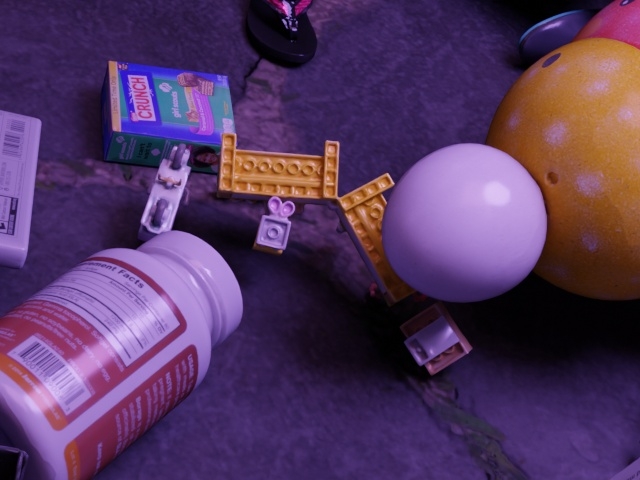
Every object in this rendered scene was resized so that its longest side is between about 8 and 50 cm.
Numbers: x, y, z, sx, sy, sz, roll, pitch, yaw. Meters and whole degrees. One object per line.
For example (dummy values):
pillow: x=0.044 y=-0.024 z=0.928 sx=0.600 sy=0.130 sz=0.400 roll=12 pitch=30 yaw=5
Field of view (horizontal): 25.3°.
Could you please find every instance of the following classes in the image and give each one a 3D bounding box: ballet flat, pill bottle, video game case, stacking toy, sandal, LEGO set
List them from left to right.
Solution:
video game case: x=-0.308 y=-0.057 z=1.075 sx=0.184 sy=0.023 sz=0.201 roll=12 pitch=31 yaw=-15
pill bottle: x=-0.152 y=0.081 z=0.965 sx=0.121 sy=0.121 sz=0.216 roll=37 pitch=44 yaw=15
sandal: x=-0.039 y=-0.239 z=1.392 sx=0.067 sy=0.040 sz=0.179 roll=7 pitch=45 yaw=-17
LEGO set: x=0.000 y=0.000 z=1.154 sx=0.287 sy=0.107 sz=0.132 roll=26 pitch=77 yaw=-3
ballet flat: x=0.294 y=-0.205 z=1.479 sx=0.203 sy=0.074 sz=0.074 roll=-18 pitch=56 yaw=-38
stacking toy: x=0.253 y=-0.067 z=1.129 sx=0.480 sy=0.350 sz=0.350 roll=-19 pitch=57 yaw=-32

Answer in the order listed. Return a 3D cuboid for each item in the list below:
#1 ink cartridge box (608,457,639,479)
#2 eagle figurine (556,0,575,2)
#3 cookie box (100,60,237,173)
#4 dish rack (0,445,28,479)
ink cartridge box: x=0.294 y=0.294 z=0.899 sx=0.226 sy=0.131 sz=0.306 roll=29 pitch=39 yaw=-16
eagle figurine: x=0.263 y=-0.372 z=1.581 sx=0.298 sy=0.225 sz=0.226 roll=-2 pitch=-4 yaw=16
cookie box: x=-0.131 y=-0.105 z=1.219 sx=0.107 sy=0.040 sz=0.091 roll=5 pitch=46 yaw=-17
dish rack: x=-0.086 y=0.218 z=0.793 sx=0.272 sy=0.074 sz=0.208 roll=12 pitch=25 yaw=-12
